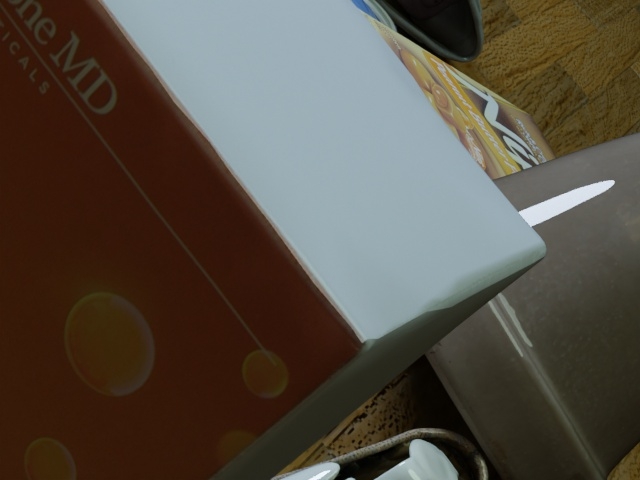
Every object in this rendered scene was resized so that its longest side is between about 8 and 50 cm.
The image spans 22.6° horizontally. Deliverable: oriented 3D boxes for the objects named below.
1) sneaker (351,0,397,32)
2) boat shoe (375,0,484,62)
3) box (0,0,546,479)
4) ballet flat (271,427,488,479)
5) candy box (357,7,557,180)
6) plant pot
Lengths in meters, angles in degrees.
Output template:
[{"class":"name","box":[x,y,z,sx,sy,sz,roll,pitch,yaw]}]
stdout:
[{"class":"sneaker","box":[-0.011,-0.224,1.433,0.211,0.080,0.081,39,25,-15]},{"class":"boat shoe","box":[0.090,-0.266,1.551,0.103,0.118,0.320,63,9,21]},{"class":"box","box":[-0.125,0.037,0.619,0.215,0.345,0.168,52,27,9]},{"class":"ballet flat","box":[0.005,0.163,0.910,0.107,0.106,0.316,55,28,10]},{"class":"candy box","box":[0.118,-0.060,1.363,0.316,0.087,0.183,20,38,-53]},{"class":"plant pot","box":[0.186,0.040,1.117,0.263,0.229,0.263,59,5,-8]}]
